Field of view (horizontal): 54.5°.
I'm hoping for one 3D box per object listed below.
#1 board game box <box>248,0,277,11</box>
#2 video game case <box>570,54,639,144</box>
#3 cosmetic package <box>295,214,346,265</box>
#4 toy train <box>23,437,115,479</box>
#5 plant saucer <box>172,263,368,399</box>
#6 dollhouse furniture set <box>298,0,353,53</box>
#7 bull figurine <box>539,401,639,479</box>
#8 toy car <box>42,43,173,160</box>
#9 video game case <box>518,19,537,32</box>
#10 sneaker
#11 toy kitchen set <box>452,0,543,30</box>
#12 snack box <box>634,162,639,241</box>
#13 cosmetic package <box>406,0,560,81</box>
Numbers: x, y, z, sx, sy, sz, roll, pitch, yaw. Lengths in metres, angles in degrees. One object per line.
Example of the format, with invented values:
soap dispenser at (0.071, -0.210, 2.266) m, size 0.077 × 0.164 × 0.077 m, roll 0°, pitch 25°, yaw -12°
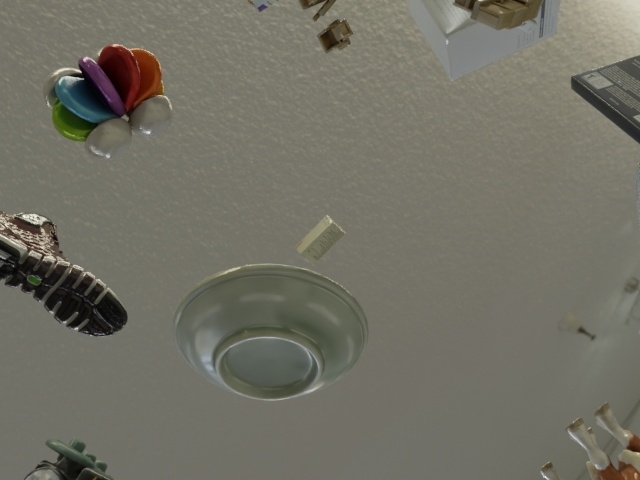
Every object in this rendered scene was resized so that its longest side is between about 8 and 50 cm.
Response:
board game box at (-0.030, -0.471, 0.832) m, size 0.144 × 0.142 × 0.275 m, roll 41°, pitch -100°, yaw -23°
video game case at (0.500, -0.208, 0.800) m, size 0.274 × 0.196 × 0.026 m, roll -17°, pitch -53°, yaw 1°
cosmetic package at (0.000, 0.000, 1.533) m, size 0.115 × 0.041 × 0.060 m, roll -43°, pitch -52°, yaw 7°
toy train at (-0.326, 0.400, 0.904) m, size 0.142 × 0.190 × 0.334 m, roll -60°, pitch -8°, yaw -29°
plant saucer at (-0.101, 0.221, 1.249) m, size 0.401 × 0.100 × 0.400 m, roll 0°, pitch -48°, yaw 0°
dollhouse furniture set at (0.060, -0.478, 1.209) m, size 0.101 × 0.182 × 0.160 m, roll -36°, pitch -76°, yaw -30°
bull figurine at (0.367, 0.292, 0.713) m, size 0.101 × 0.188 × 0.310 m, roll -27°, pitch -34°, yaw -16°
toy car at (-0.316, -0.223, 0.927) m, size 0.182 × 0.159 × 0.136 m, roll -36°, pitch -9°, yaw -25°
video game case at (0.230, -0.413, 0.935) m, size 0.184 × 0.201 × 0.023 m, roll 3°, pitch -33°, yaw -43°
sneaker at (-0.440, 0.037, 1.052) m, size 0.106 × 0.162 × 0.281 m, roll -41°, pitch -62°, yaw 16°
toy kitchen set at (0.179, -0.260, 0.614) m, size 0.083 × 0.068 × 0.075 m, roll -30°, pitch -35°, yaw -40°
snack box at (0.431, -0.025, 0.732) m, size 0.037 × 0.100 × 0.141 m, roll 57°, pitch -143°, yaw -58°
cosmetic package at (0.303, -0.467, 1.199) m, size 0.225 × 0.224 × 0.138 m, roll -23°, pitch -29°, yaw 4°
